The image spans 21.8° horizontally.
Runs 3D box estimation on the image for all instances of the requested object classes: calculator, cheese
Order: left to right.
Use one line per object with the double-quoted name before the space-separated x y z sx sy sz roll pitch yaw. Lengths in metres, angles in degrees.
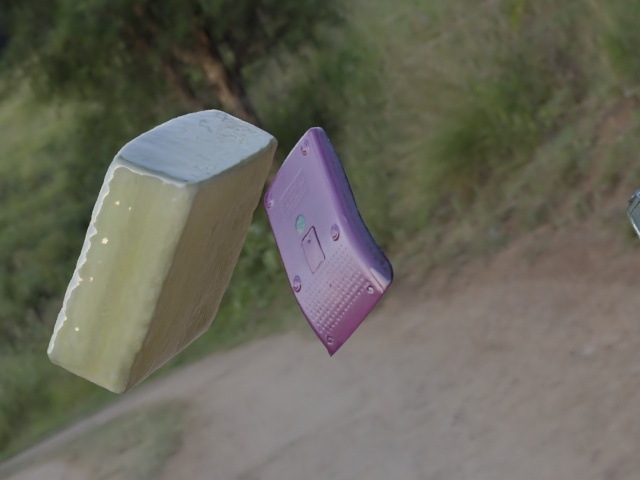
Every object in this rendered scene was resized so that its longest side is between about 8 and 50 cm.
"cheese" -0.173 0.005 1.845 0.265 0.124 0.242 -69 -10 24
"calculator" 0.000 0.000 1.544 0.034 0.190 0.126 -5 -33 -33

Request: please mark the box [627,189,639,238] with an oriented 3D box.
"box" 0.337 -0.001 1.502 0.069 0.122 0.084 -27 -12 -3
